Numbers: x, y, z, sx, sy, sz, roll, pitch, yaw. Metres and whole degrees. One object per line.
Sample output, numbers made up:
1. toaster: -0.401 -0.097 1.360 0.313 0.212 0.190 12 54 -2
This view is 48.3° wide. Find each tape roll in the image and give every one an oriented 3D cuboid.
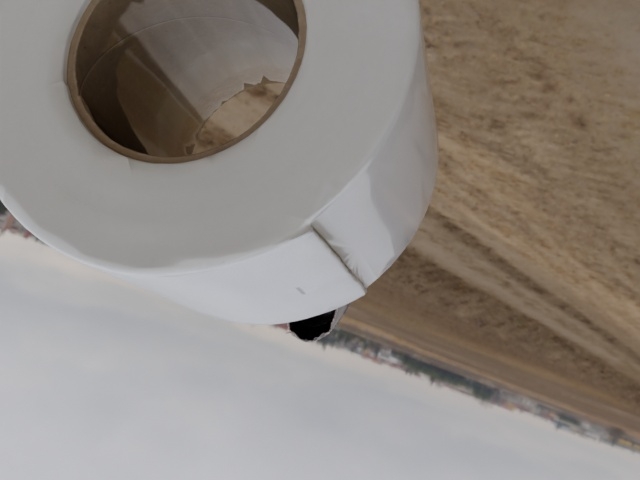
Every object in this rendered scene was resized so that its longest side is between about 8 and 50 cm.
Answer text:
1. tape roll: -0.054 -0.079 0.438 0.246 0.246 0.169 18 170 16

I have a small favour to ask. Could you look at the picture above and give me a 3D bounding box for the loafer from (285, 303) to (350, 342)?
1. loafer: 0.000 0.000 0.894 0.134 0.130 0.366 2 137 8
